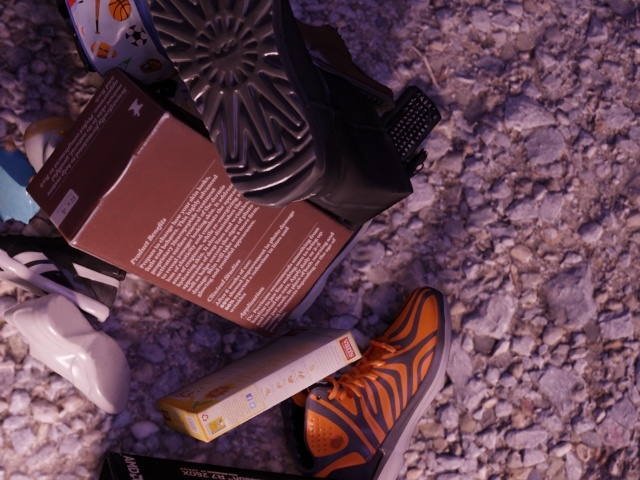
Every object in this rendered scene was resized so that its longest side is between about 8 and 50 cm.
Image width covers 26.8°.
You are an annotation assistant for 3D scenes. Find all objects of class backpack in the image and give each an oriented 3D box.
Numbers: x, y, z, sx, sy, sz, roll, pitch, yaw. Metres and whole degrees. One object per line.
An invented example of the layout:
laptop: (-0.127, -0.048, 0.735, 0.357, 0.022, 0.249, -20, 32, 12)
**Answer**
backpack: (-0.220, -0.314, 1.676, 0.213, 0.263, 0.276, -21, 99, 21)

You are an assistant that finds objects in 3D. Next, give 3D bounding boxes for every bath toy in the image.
bath toy: (-0.258, -0.112, 1.746, 0.348, 0.129, 0.151, -17, 57, -28)

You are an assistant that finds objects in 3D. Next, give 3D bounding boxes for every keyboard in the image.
keyboard: (0.114, -0.131, 1.953, 0.100, 0.038, 0.192, 45, 74, -17)

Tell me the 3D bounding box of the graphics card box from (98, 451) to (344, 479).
graphics card box: (-0.127, 0.416, 1.770, 0.371, 0.094, 0.233, 12, 106, -22)

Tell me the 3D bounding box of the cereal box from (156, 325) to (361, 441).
cereal box: (-0.083, 0.185, 1.787, 0.240, 0.173, 0.047, -26, 99, -21)

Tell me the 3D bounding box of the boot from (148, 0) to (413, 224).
boot: (-0.030, -0.205, 1.635, 0.146, 0.445, 0.367, -17, 85, 19)

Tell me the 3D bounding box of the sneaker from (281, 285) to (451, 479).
sneaker: (0.059, 0.194, 1.875, 0.180, 0.124, 0.321, 25, 79, -22)

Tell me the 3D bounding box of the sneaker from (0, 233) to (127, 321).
sneaker: (-0.352, 0.008, 1.735, 0.217, 0.079, 0.121, 30, 67, -21)

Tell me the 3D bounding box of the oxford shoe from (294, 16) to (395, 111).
oxford shoe: (0.018, -0.255, 1.892, 0.227, 0.083, 0.096, 29, 70, -23)

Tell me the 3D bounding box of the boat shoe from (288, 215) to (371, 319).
boat shoe: (0.000, 0.000, 1.875, 0.069, 0.081, 0.228, 38, 79, -20)

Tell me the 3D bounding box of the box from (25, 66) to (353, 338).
box: (-0.153, -0.035, 1.674, 0.191, 0.143, 0.381, -52, 140, 5)

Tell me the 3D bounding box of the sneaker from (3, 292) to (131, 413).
sneaker: (-0.326, 0.147, 1.741, 0.212, 0.094, 0.080, 58, 34, -35)
